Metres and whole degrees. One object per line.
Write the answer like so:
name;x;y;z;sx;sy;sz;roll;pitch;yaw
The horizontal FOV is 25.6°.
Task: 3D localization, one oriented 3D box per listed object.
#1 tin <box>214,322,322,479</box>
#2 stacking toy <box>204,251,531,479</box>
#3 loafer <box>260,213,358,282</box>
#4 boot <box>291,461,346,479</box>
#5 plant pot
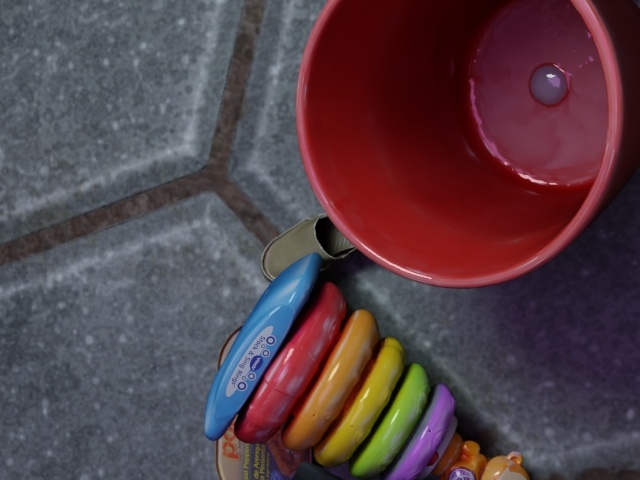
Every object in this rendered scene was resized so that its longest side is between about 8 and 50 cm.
tin;-0.049;0.170;1.373;0.106;0.040;0.190;2;91;21
stacking toy;0.057;0.159;1.260;0.301;0.166;0.175;32;100;-2
loafer;0.000;0.000;1.341;0.148;0.050;0.056;-26;79;22
boot;0.194;0.364;1.169;0.445;0.367;0.146;10;52;37
plant pot;0.153;-0.116;1.147;0.275;0.243;0.275;7;104;30
